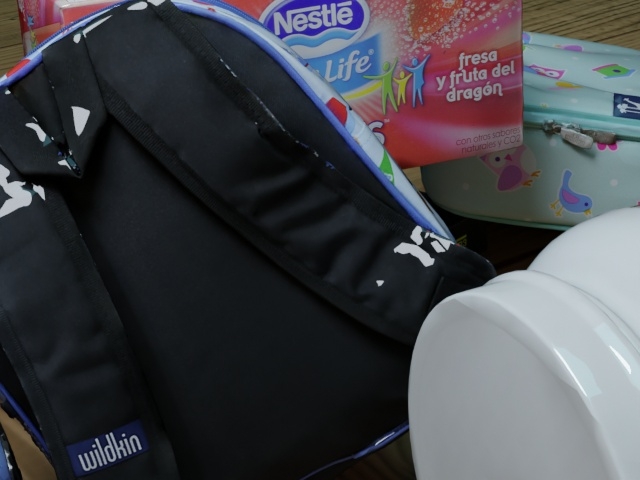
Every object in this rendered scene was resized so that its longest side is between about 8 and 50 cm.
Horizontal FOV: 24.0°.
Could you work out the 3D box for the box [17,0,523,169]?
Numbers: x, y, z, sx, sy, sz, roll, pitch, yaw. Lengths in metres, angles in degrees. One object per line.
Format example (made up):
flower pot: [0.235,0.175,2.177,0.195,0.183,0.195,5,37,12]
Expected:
box: [-0.033,-0.122,0.979,0.299,0.142,0.154,-11,24,-18]

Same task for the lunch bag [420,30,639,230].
lunch bag: [0.183,-0.093,1.200,0.224,0.108,0.279,10,19,1]

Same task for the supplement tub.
supplement tub: [0.222,0.081,0.687,0.316,0.228,0.228,-14,25,-21]

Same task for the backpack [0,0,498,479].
backpack: [-0.070,0.003,0.794,0.276,0.263,0.213,-36,18,-1]

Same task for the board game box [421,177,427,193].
board game box: [0.135,-0.047,1.269,0.090,0.020,0.090,-4,23,-3]

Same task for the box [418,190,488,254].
box: [0.000,0.000,1.151,0.190,0.045,0.184,16,32,38]

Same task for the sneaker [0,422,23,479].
sneaker: [-0.193,0.150,0.788,0.087,0.083,0.221,-18,22,-13]
